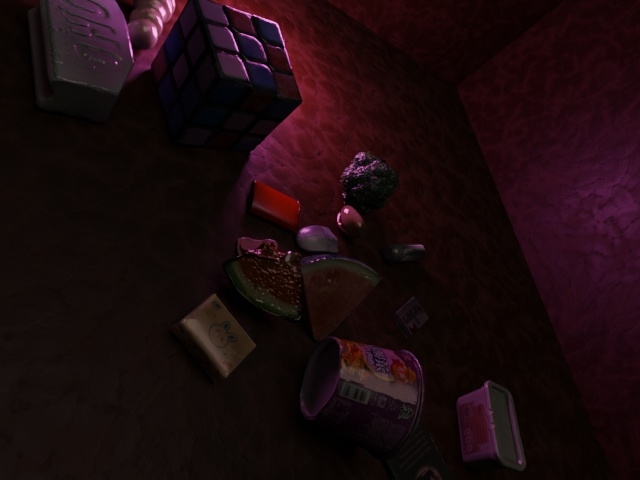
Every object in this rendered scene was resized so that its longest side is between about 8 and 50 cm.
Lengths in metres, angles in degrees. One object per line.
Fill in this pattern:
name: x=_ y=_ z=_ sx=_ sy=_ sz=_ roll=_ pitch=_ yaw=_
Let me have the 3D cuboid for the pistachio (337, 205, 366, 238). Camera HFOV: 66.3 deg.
pistachio: x=0.127 y=-0.075 z=2.004 sx=0.113 sy=0.113 sz=0.149 roll=5 pitch=59 yaw=-44

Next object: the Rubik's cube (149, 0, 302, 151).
Rubik's cube: x=-0.326 y=-0.545 z=1.680 sx=0.358 sy=0.363 sz=0.362 roll=-1 pitch=68 yaw=-42

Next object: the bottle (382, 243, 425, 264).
bottle: x=0.374 y=0.061 z=2.190 sx=0.253 sy=0.079 sz=0.096 roll=1 pitch=101 yaw=-47

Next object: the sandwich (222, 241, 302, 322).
sandwich: x=-0.167 y=0.114 z=1.509 sx=0.292 sy=0.109 sz=0.212 roll=22 pitch=84 yaw=-19

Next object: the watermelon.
watermelon: x=0.036 y=0.156 z=1.638 sx=0.283 sy=0.250 sz=0.293 roll=8 pitch=53 yaw=-36

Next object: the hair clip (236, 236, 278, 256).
hair clip: x=-0.211 y=0.045 z=1.634 sx=0.138 sy=0.102 sz=0.123 roll=3 pitch=53 yaw=-7

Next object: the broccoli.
broccoli: x=0.187 y=-0.242 z=2.123 sx=0.254 sy=0.269 sz=0.269 roll=42 pitch=40 yaw=-22

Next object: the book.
book: x=0.320 y=0.754 z=1.661 sx=0.260 sy=0.043 sz=0.371 roll=-12 pitch=71 yaw=-47

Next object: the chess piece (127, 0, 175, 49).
chess piece: x=-0.618 y=-0.784 z=1.744 sx=0.144 sy=0.144 sz=0.251 roll=26 pitch=53 yaw=-31

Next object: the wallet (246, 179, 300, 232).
wallet: x=-0.169 y=-0.125 z=1.786 sx=0.204 sy=0.045 sz=0.142 roll=25 pitch=49 yaw=-31

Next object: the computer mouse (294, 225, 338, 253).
computer mouse: x=0.003 y=-0.002 z=1.855 sx=0.229 sy=0.068 sz=0.113 roll=0 pitch=65 yaw=-45

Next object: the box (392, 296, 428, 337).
box: x=0.375 y=0.317 z=2.033 sx=0.177 sy=0.036 sz=0.115 roll=-26 pitch=83 yaw=-51

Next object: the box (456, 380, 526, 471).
box: x=0.643 y=0.730 z=1.894 sx=0.175 sy=0.182 sz=0.312 roll=29 pitch=45 yaw=-28

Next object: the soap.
soap: x=-0.713 y=-0.579 z=1.470 sx=0.261 sy=0.156 sz=0.446 roll=4 pitch=60 yaw=-44

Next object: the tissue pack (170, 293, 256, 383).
tissue pack: x=-0.291 y=0.265 z=1.342 sx=0.196 sy=0.092 sz=0.148 roll=51 pitch=39 yaw=-4

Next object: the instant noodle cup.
instant noodle cup: x=0.103 y=0.449 z=1.465 sx=0.266 sy=0.340 sz=0.340 roll=24 pitch=47 yaw=-18
